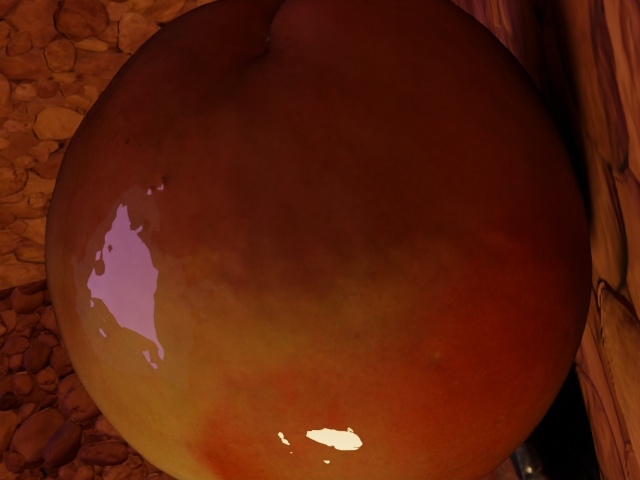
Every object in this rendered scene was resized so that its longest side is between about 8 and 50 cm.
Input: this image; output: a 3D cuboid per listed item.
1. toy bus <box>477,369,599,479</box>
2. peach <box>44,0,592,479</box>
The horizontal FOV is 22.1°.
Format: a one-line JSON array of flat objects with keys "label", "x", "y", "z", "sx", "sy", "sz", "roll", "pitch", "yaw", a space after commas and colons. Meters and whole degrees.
[{"label": "toy bus", "x": 0.033, "y": 0.050, "z": 0.795, "sx": 0.303, "sy": 0.147, "sz": 0.127, "roll": -102, "pitch": -8, "yaw": -60}, {"label": "peach", "x": 0.000, "y": 0.000, "z": 0.535, "sx": 0.184, "sy": 0.184, "sz": 0.184, "roll": -14, "pitch": -90, "yaw": -90}]
